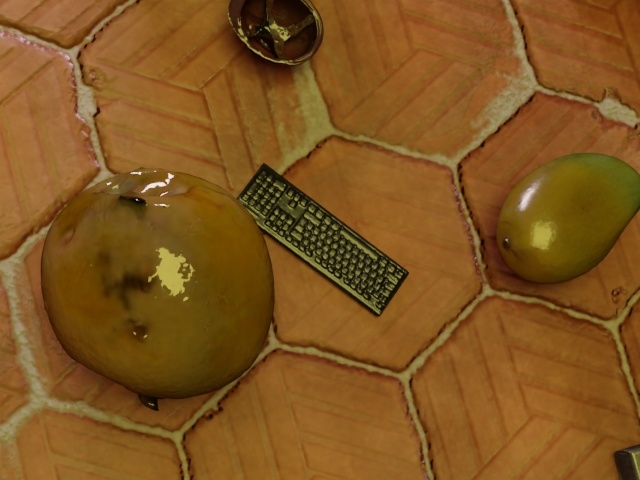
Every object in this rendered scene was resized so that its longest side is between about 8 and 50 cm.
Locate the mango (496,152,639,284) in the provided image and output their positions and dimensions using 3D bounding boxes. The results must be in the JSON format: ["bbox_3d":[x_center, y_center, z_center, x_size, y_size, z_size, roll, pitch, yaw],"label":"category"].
[{"bbox_3d":[0.279,-0.028,1.552,0.194,0.092,0.130,-23,82,-20],"label":"mango"}]

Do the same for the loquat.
[{"bbox_3d":[-0.158,0.051,1.384,0.244,0.244,0.244,3,77,-11],"label":"loquat"}]

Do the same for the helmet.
[{"bbox_3d":[-0.055,-0.236,1.546,0.111,0.057,0.089,35,76,-7],"label":"helmet"}]

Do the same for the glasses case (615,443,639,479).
[{"bbox_3d":[0.432,0.239,1.547,0.205,0.047,0.071,-14,85,-15],"label":"glasses case"}]

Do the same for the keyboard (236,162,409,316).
[{"bbox_3d":[0.000,0.000,1.529,0.202,0.011,0.067,37,72,-2],"label":"keyboard"}]
